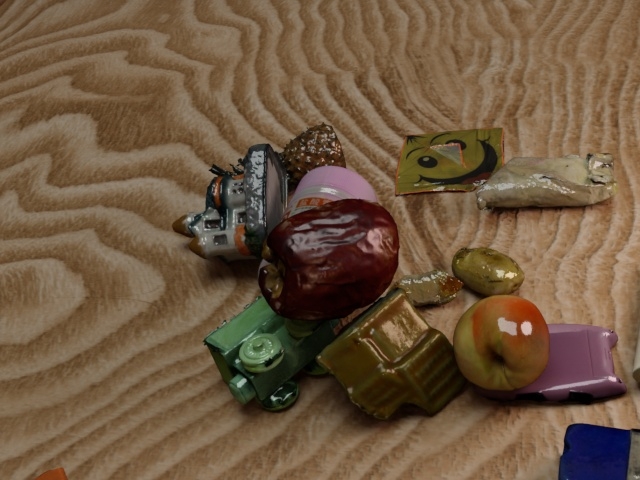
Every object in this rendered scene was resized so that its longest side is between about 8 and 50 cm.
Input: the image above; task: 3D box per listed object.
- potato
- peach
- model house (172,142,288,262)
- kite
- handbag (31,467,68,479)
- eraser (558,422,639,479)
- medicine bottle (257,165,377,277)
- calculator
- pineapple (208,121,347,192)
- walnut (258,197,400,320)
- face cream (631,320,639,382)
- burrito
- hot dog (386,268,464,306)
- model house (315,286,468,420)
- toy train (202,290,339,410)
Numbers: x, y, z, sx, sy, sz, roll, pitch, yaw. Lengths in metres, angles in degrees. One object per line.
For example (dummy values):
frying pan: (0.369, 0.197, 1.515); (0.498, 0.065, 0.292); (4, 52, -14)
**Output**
potato: (0.354, 0.063, 1.970); (0.107, 0.080, 0.170); (-42, 47, -15)
peach: (0.336, 0.185, 1.700); (0.184, 0.184, 0.184); (-7, 38, 6)
model house: (-0.230, -0.062, 2.154); (0.300, 0.190, 0.272); (-9, 67, 18)
kite: (0.320, -0.215, 2.376); (0.377, 0.013, 0.327); (-30, 41, -19)
handbag: (-0.578, 0.582, 1.536); (0.410, 0.116, 0.303); (-24, 40, -16)
eraser: (0.560, 0.394, 1.489); (0.332, 0.102, 0.155); (4, 43, 21)
medicine bottle: (0.000, 0.000, 2.040); (0.202, 0.202, 0.316); (2, 41, 17)
calculator: (0.428, 0.232, 1.769); (0.294, 0.043, 0.194); (-4, 40, 13)
pineapple: (-0.114, -0.173, 2.337); (0.364, 0.166, 0.166); (-21, 39, -2)
walnut: (0.007, 0.025, 1.762); (0.268, 0.222, 0.244); (-7, 37, -25)
face cream: (0.708, 0.148, 1.769); (0.173, 0.081, 0.349); (7, 42, 21)
burrito: (0.527, -0.137, 2.159); (0.347, 0.107, 0.175); (-7, 23, 3)
hot dog: (0.221, 0.103, 1.963); (0.168, 0.078, 0.061); (-7, -2, 5)
model house: (0.147, 0.235, 1.763); (0.268, 0.173, 0.239); (-39, 84, -23)
toy train: (-0.088, 0.210, 1.846); (0.271, 0.159, 0.188); (-37, 41, -23)
